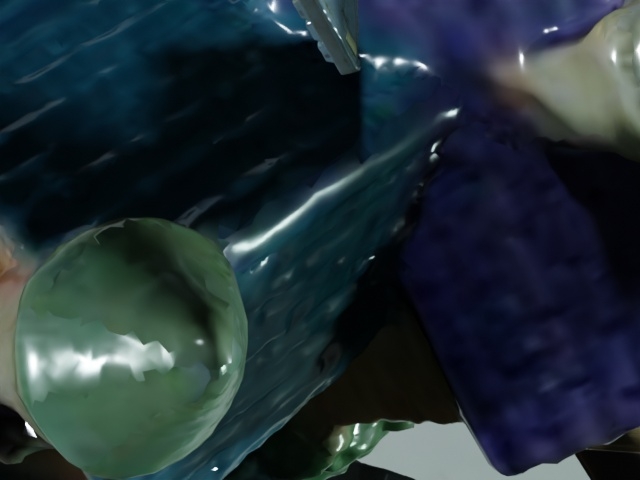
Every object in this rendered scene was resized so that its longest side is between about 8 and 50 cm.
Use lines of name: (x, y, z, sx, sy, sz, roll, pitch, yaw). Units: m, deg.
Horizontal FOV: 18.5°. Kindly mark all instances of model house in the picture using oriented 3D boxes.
model house: (0.000, 0.000, 0.660, 0.312, 0.280, 0.245, -35, 108, -34)

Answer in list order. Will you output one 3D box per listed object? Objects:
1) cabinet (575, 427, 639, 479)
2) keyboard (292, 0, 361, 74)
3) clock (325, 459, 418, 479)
cabinet: (0.316, 0.141, 1.611, 0.148, 0.175, 0.215, -52, 121, -31)
keyboard: (-0.025, -0.115, 0.495, 0.014, 0.055, 0.176, -16, 142, 15)
clock: (-0.032, 0.223, 1.628, 0.313, 0.313, 0.061, 20, 72, -27)
